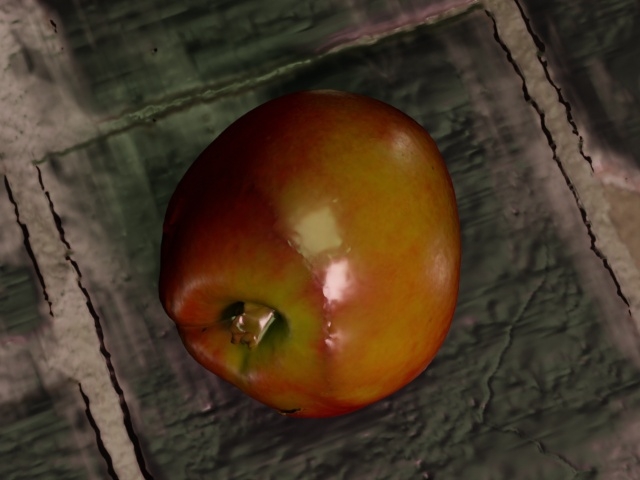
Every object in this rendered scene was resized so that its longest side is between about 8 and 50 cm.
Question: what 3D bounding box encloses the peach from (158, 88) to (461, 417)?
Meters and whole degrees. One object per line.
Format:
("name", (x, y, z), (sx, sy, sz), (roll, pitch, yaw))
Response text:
("peach", (0.000, 0.000, 1.184), (0.197, 0.197, 0.197), (1, 72, -3))
